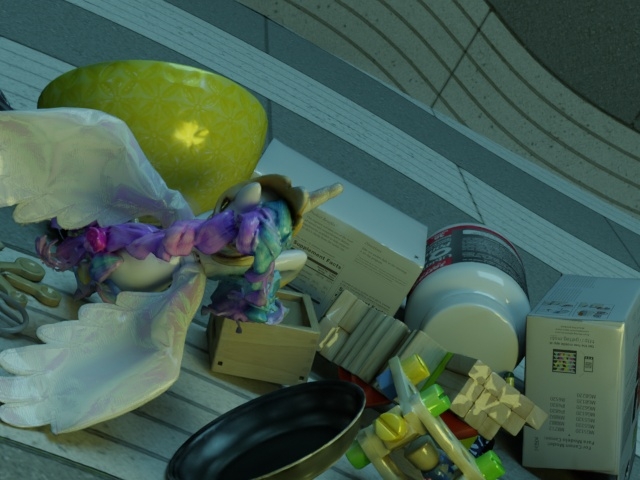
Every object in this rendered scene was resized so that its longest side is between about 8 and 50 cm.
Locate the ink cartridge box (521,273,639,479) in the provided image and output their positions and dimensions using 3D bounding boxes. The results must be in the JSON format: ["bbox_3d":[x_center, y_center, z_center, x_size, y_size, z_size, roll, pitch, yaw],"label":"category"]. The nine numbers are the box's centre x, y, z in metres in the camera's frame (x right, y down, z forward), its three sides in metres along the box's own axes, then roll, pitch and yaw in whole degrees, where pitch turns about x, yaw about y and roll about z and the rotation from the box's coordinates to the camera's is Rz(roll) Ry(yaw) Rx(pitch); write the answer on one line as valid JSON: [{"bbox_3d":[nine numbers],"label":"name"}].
[{"bbox_3d":[0.363,0.206,1.853,0.130,0.271,0.309,3,9,18],"label":"ink cartridge box"}]

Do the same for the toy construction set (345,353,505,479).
[{"bbox_3d":[0.091,0.251,1.312,0.215,0.151,0.328,56,26,-2],"label":"toy construction set"}]

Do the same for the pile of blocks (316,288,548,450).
[{"bbox_3d":[0.103,0.173,1.598,0.149,0.112,0.362,43,-10,-36],"label":"pile of blocks"}]

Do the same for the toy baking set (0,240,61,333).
[{"bbox_3d":[-0.366,0.022,1.394,0.197,0.030,0.256,31,17,1],"label":"toy baking set"}]

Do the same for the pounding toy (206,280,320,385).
[{"bbox_3d":[-0.063,0.114,1.569,0.130,0.100,0.141,12,19,-12],"label":"pounding toy"}]

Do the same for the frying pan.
[{"bbox_3d":[-0.032,0.199,1.204,0.326,0.197,0.053,-143,-149,-73],"label":"frying pan"}]

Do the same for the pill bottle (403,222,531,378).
[{"bbox_3d":[0.205,0.098,1.890,0.176,0.176,0.318,30,17,-4],"label":"pill bottle"}]

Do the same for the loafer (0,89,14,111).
[{"bbox_3d":[-0.462,-0.181,1.724,0.302,0.109,0.095,45,2,22],"label":"loafer"}]

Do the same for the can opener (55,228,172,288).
[{"bbox_3d":[-0.235,0.006,1.610,0.186,0.059,0.073,29,17,-5],"label":"can opener"}]

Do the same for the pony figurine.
[{"bbox_3d":[-0.164,0.011,1.331,0.351,0.302,0.363,-13,-5,-8],"label":"pony figurine"}]

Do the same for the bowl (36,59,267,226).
[{"bbox_3d":[-0.212,-0.086,1.679,0.290,0.289,0.156,19,62,-34],"label":"bowl"}]

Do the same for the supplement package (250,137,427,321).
[{"bbox_3d":[0.000,0.000,1.876,0.262,0.145,0.204,30,17,-3],"label":"supplement package"}]

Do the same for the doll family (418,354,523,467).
[{"bbox_3d":[0.192,0.218,1.664,0.111,0.076,0.193,31,60,12],"label":"doll family"}]
